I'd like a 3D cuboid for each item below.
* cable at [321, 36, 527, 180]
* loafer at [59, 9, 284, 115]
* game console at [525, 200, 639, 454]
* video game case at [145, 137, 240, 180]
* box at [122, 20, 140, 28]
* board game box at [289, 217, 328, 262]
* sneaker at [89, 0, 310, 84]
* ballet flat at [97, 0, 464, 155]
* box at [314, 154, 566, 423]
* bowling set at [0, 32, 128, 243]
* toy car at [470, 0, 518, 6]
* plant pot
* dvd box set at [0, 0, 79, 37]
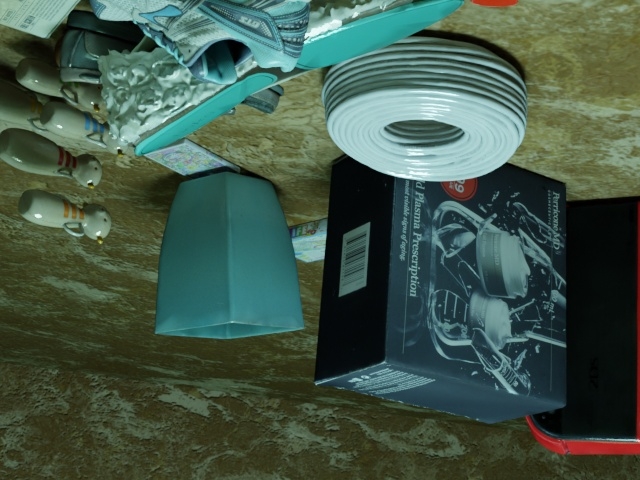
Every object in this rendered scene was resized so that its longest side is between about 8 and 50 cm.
[{"bbox_3d":[0.127,-0.159,1.487,0.257,0.089,0.257,12,159,-18],"label":"cable"},{"bbox_3d":[-0.174,-0.185,1.387,0.267,0.084,0.096,18,178,-24],"label":"loafer"},{"bbox_3d":[0.468,0.118,1.738,0.342,0.387,0.060,-3,156,22],"label":"game console"},{"bbox_3d":[-0.192,-0.118,1.796,0.087,0.011,0.122,-11,155,37],"label":"video game case"},{"bbox_3d":[-0.191,-0.238,1.438,0.094,0.027,0.137,8,160,-4],"label":"box"},{"bbox_3d":[0.000,0.000,2.057,0.154,0.026,0.103,-12,154,40],"label":"board game box"},{"bbox_3d":[-0.128,-0.213,1.157,0.283,0.122,0.110,7,-171,41],"label":"sneaker"},{"bbox_3d":[-0.059,-0.223,1.249,0.408,0.147,0.147,-23,153,12],"label":"ballet flat"},{"bbox_3d":[0.178,0.057,1.707,0.312,0.343,0.179,16,157,-29],"label":"box"},{"bbox_3d":[-0.301,-0.151,1.505,0.154,0.287,0.200,18,124,-47],"label":"bowling set"},{"bbox_3d":[0.202,-0.309,1.108,0.225,0.053,0.239,-8,157,31],"label":"toy car"},{"bbox_3d":[-0.141,0.023,1.827,0.165,0.234,0.165,-10,168,38],"label":"plant pot"},{"bbox_3d":[-0.412,-0.339,1.159,0.420,0.062,0.307,15,158,-27],"label":"dvd box set"}]
